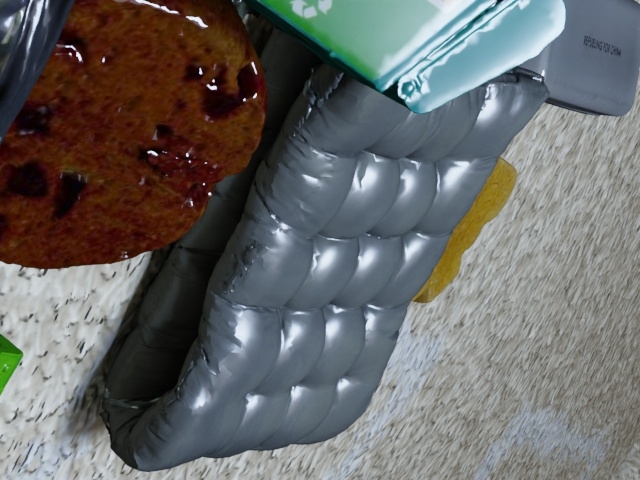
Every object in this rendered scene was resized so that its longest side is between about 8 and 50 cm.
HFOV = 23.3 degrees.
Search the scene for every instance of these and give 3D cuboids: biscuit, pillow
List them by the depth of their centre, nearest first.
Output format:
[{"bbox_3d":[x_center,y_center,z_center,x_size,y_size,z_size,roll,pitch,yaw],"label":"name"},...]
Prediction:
[{"bbox_3d":[-0.115,-0.055,0.724,0.192,0.049,0.192,-14,140,-12],"label":"biscuit"},{"bbox_3d":[0.000,0.000,0.999,0.228,0.101,0.326,1,124,-52],"label":"pillow"},{"bbox_3d":[0.090,-0.047,1.213,0.212,0.041,0.238,-39,146,-35],"label":"biscuit"}]

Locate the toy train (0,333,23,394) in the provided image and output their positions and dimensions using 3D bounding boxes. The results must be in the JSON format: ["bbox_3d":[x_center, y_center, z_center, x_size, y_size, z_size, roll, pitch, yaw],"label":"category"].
[{"bbox_3d":[-0.230,0.140,0.829,0.209,0.042,0.044,-59,156,5],"label":"toy train"}]

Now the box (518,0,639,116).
[{"bbox_3d":[0.199,-0.158,1.233,0.244,0.055,0.103,2,98,-64],"label":"box"}]

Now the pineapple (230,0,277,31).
[{"bbox_3d":[0.046,-0.197,0.822,0.361,0.175,0.175,-19,139,-31],"label":"pineapple"}]

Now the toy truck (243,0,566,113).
[{"bbox_3d":[-0.006,-0.157,0.659,0.253,0.114,0.124,31,94,-24],"label":"toy truck"}]

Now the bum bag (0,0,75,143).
[{"bbox_3d":[-0.117,-0.127,0.572,0.248,0.102,0.069,-48,163,20],"label":"bum bag"}]
